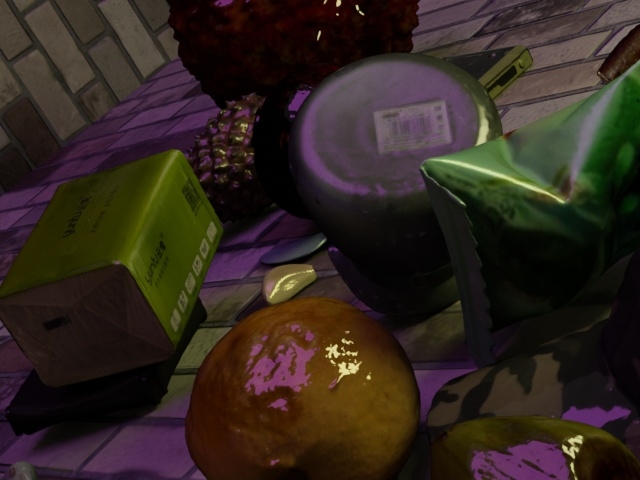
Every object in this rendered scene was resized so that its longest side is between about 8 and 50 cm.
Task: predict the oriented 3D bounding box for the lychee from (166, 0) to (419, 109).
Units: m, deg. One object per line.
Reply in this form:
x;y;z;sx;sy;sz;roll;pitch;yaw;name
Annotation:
-0.060;-0.386;2.489;0.500;0.425;0.424;-22;20;42;lychee

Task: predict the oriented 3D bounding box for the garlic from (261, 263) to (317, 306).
-0.046;0.055;1.923;0.083;0.041;0.053;-30;22;-19;garlic

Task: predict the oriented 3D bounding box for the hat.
0.263;0.057;1.211;0.381;0.257;0.366;-6;23;12;hat

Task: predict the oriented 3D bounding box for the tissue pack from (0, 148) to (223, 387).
-0.267;0.031;1.899;0.200;0.167;0.275;-16;28;21;tissue pack

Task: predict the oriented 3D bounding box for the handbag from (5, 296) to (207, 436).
-0.278;0.165;1.953;0.246;0.080;0.223;-17;29;26;handbag

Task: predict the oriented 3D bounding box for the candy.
0.279;-0.067;1.403;0.398;0.263;0.172;-30;48;-7;candy

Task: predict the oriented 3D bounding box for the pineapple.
-0.170;-0.068;2.282;0.361;0.175;0.175;-51;24;-16;pineapple

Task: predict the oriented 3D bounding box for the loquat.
-0.016;0.158;1.379;0.238;0.193;0.238;-35;15;11;loquat

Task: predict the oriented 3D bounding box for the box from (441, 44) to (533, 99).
0.173;-0.206;2.231;0.270;0.045;0.211;-42;23;-27;box

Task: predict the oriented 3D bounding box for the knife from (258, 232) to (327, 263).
0.000;0.001;2.014;0.260;0.034;0.063;-24;24;39;knife

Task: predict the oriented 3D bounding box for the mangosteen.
0.035;-0.130;2.044;0.265;0.228;0.228;14;28;3;mangosteen

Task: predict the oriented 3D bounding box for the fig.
0.154;0.199;1.088;0.165;0.154;0.144;29;12;31;fig

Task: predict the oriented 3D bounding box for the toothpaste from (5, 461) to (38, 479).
-0.349;0.315;1.744;0.060;0.038;0.233;-36;22;-3;toothpaste

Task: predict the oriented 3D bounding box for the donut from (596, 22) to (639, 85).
0.445;-0.227;1.739;0.187;0.144;0.126;-52;-11;22;donut

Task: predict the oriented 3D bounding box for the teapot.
0.124;-0.061;1.622;0.305;0.285;0.223;-32;57;-13;teapot
